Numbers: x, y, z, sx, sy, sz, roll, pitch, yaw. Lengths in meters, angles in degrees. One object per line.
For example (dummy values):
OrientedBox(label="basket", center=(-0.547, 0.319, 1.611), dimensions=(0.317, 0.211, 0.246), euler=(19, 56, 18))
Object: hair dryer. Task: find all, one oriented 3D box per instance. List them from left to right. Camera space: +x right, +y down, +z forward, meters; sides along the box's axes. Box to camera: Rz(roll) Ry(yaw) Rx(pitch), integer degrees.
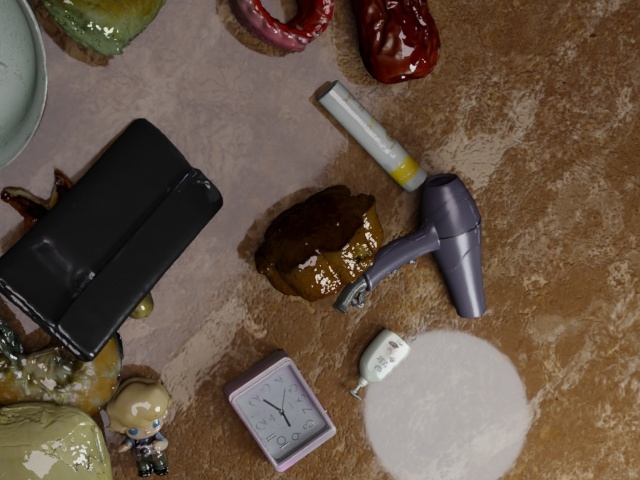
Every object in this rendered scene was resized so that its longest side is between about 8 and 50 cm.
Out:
OrientedBox(label="hair dryer", center=(0.173, 0.064, 1.821), dimensions=(0.361, 0.121, 0.301), euler=(-26, 114, -23))

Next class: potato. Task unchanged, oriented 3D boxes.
OrientedBox(label="potato", center=(-0.347, 0.077, 1.707), dimensions=(0.070, 0.091, 0.138), euler=(-7, 100, -3))

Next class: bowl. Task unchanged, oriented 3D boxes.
OrientedBox(label="bowl", center=(-0.604, -0.320, 1.493), dimensions=(0.434, 0.196, 0.435), euler=(5, 117, 9))

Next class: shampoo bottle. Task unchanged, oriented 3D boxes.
OrientedBox(label="shampoo bottle", center=(0.110, 0.254, 1.888), dimensions=(0.077, 0.045, 0.152), euler=(45, 85, -17))

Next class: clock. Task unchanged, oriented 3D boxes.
OrientedBox(label="clock", center=(-0.078, 0.334, 1.834), dimensions=(0.150, 0.063, 0.197), euler=(-33, 105, -9))

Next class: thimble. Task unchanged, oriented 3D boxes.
OrientedBox(label="thimble", center=(-0.072, -0.443, 1.702), dimensions=(0.189, 0.125, 0.163), euler=(39, 86, -17))

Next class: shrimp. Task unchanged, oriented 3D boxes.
OrientedBox(label="shrimp", center=(-0.525, 0.150, 1.617), dimensions=(0.272, 0.085, 0.445), euler=(-32, 114, 14))

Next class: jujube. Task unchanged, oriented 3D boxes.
OrientedBox(label="jujube", center=(0.136, -0.409, 1.759), dimensions=(0.155, 0.155, 0.230), euler=(-21, 96, -13))

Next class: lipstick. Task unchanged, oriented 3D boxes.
OrientedBox(label="lipstick", center=(0.102, -0.203, 1.820), dimensions=(0.264, 0.059, 0.059), euler=(44, 84, -17))

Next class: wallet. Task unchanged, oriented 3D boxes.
OrientedBox(label="wallet", center=(-0.358, -0.009, 1.624), dimensions=(0.228, 0.062, 0.406), euler=(44, 59, -13))

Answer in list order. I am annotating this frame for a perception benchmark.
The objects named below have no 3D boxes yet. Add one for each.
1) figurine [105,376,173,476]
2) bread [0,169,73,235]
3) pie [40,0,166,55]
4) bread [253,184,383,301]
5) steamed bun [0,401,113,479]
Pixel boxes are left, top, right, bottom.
OrientedBox(label="figurine", center=(-0.334, 0.353, 1.744), dimensions=(0.114, 0.108, 0.196), euler=(-2, 105, 6))
OrientedBox(label="bread", center=(-0.466, 0.014, 1.668), dimensions=(0.139, 0.095, 0.269), euler=(-16, 92, -9))
OrientedBox(label="pie", center=(-0.384, -0.529, 1.537), dimensions=(0.418, 0.180, 0.395), euler=(58, 45, -17))
OrientedBox(label="bread", center=(0.001, 0.006, 1.735), dimensions=(0.246, 0.232, 0.135), euler=(-38, 116, -16))
OrientedBox(label="steamed bun", center=(-0.511, 0.409, 1.631), dimensions=(0.272, 0.166, 0.232), euler=(-4, 119, -2))
